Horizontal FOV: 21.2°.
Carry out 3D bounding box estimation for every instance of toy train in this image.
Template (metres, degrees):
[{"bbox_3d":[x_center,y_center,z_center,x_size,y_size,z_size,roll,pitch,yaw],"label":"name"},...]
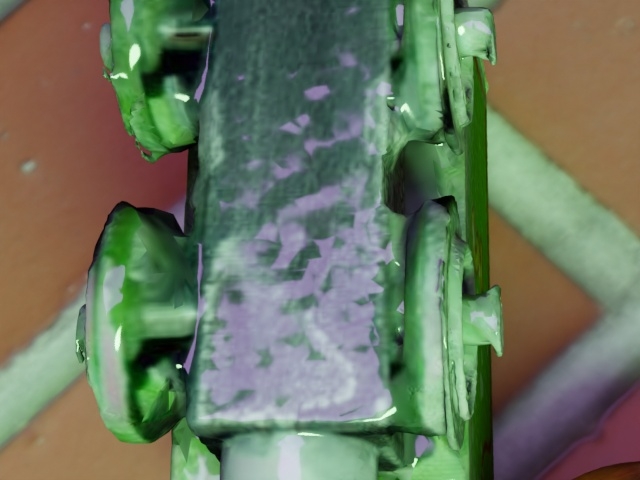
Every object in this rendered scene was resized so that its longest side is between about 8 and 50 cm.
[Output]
[{"bbox_3d":[0.000,0.000,0.778,0.173,0.249,0.307,-3,67,10],"label":"toy train"}]

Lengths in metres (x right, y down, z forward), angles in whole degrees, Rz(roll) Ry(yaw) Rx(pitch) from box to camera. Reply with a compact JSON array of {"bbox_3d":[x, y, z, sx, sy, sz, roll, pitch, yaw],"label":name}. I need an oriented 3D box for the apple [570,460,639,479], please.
[{"bbox_3d":[0.127,0.184,0.695,0.209,0.209,0.164,-36,81,-3],"label":"apple"}]
